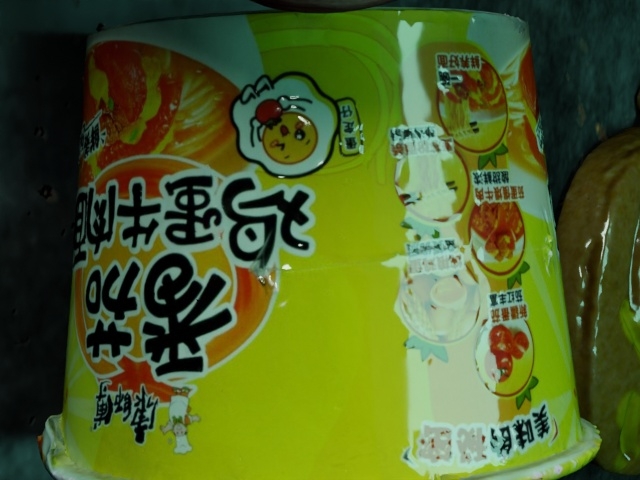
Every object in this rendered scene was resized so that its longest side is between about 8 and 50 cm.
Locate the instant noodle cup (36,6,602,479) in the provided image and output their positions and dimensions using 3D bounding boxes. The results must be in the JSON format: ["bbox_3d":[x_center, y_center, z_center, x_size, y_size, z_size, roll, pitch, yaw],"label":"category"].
[{"bbox_3d":[0.000,0.000,0.694,0.264,0.264,0.200,-6,96,-55],"label":"instant noodle cup"}]

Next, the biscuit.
[{"bbox_3d":[0.308,0.028,1.296,0.394,0.070,0.350,-17,112,-53],"label":"biscuit"}]

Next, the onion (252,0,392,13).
[{"bbox_3d":[-0.063,-0.238,0.526,0.285,0.347,0.347,-19,124,-4],"label":"onion"}]
